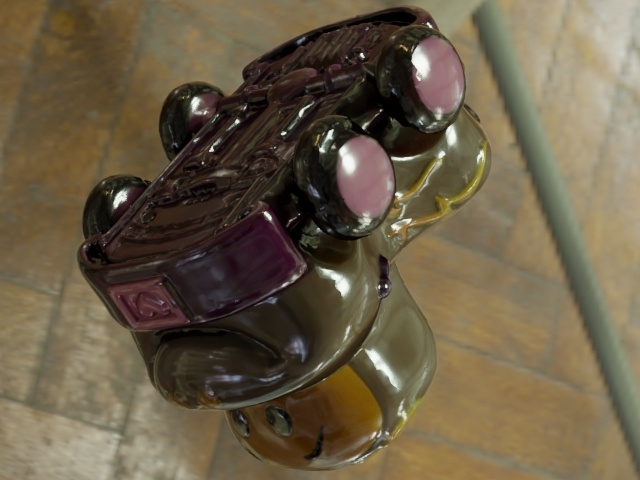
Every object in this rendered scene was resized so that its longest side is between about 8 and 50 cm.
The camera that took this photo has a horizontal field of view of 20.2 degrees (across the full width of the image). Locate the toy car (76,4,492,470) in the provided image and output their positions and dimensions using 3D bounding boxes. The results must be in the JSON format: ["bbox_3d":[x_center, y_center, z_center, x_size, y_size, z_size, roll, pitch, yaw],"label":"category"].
[{"bbox_3d":[0.000,0.000,1.311,0.240,0.271,0.340,56,50,-23],"label":"toy car"}]
